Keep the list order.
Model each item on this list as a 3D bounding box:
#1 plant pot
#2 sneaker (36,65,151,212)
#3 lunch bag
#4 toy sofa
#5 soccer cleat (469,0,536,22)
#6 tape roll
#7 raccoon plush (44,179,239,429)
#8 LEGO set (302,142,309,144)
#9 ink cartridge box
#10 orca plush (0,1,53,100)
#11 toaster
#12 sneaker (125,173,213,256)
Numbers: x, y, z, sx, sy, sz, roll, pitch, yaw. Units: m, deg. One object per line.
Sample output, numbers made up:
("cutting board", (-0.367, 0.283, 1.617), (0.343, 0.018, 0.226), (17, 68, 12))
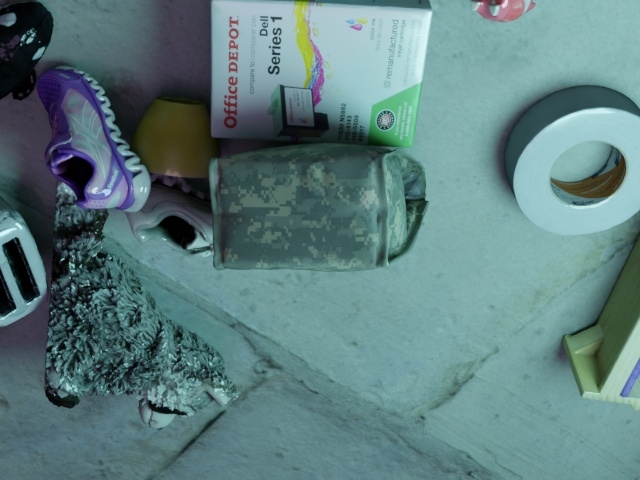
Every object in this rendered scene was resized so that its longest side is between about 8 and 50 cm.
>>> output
("plant pot", (-0.200, -0.148, 1.260), (0.134, 0.134, 0.095), (6, 105, -7))
("sneaker", (-0.326, -0.133, 1.206), (0.105, 0.236, 0.095), (-20, 161, -43))
("lunch bag", (0.009, -0.049, 1.217), (0.235, 0.287, 0.168), (0, 99, 17))
("toy sofa", (0.541, 0.093, 1.441), (0.177, 0.150, 0.362), (9, 124, -8))
("soccer cleat", (0.244, -0.399, 1.133), (0.095, 0.083, 0.248), (-20, 124, -35))
("tape roll", (0.386, -0.115, 1.334), (0.219, 0.072, 0.219), (-1, 126, -1))
("raccoon plush", (-0.263, 0.105, 1.393), (0.299, 0.216, 0.446), (4, 125, -15))
("LEGO set", (-0.010, -0.147, 1.327), (0.054, 0.023, 0.083), (-22, 110, 10))
("ink cartridge box", (-0.008, -0.240, 1.198), (0.278, 0.117, 0.201), (2, 125, -4))
("orca plush", (-0.486, -0.221, 1.199), (0.287, 0.102, 0.151), (-14, 125, 8))
("toaster", (-0.492, 0.028, 1.330), (0.129, 0.146, 0.226), (-31, 131, -30))
("sneaker", (-0.157, -0.018, 1.332), (0.292, 0.118, 0.110), (12, 125, -30))
